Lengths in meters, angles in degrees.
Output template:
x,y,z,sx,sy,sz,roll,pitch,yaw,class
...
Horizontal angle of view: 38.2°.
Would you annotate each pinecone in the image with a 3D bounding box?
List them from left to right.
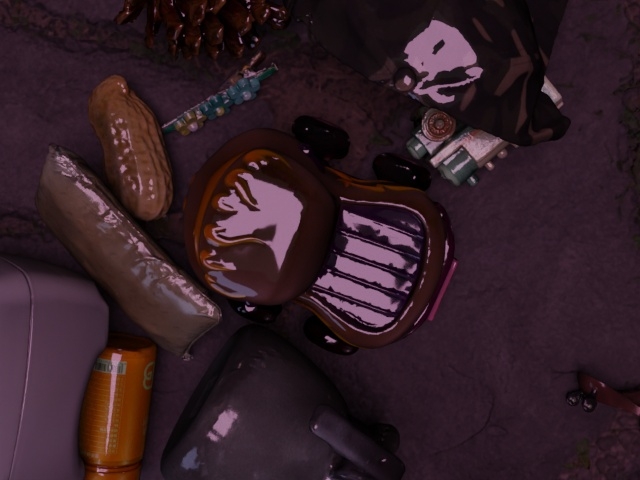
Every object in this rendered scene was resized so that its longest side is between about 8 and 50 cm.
x,y,z,sx,sy,sz,roll,pitch,yaw,class
-0.138,-0.304,1.120,0.212,0.168,0.186,18,79,-2,pinecone

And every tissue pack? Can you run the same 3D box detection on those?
x,y,z,sx,sy,sz,roll,pitch,yaw,class
-0.413,0.184,1.120,0.229,0.236,0.333,14,96,45,tissue pack

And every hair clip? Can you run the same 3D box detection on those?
x,y,z,sx,sy,sz,roll,pitch,yaw,class
-0.131,-0.182,1.194,0.173,0.049,0.049,-35,92,4,hair clip

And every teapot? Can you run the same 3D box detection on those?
x,y,z,sx,sy,sz,roll,pitch,yaw,class
-0.010,0.238,1.127,0.285,0.223,0.305,33,129,-8,teapot

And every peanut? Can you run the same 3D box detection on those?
x,y,z,sx,sy,sz,roll,pitch,yaw,class
-0.244,-0.117,1.189,0.083,0.093,0.194,-17,84,-28,peanut

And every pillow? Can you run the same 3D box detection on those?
x,y,z,sx,sy,sz,roll,pitch,yaw,class
-0.245,0.023,1.165,0.302,0.185,0.075,46,58,-1,pillow

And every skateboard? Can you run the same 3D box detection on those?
x,y,z,sx,sy,sz,roll,pitch,yaw,class
0.403,0.201,1.198,0.151,0.067,0.080,20,86,-4,skateboard

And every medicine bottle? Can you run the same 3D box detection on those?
x,y,z,sx,sy,sz,roll,pitch,yaw,class
-0.272,0.224,1.212,0.096,0.096,0.192,8,95,2,medicine bottle

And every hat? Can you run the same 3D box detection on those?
x,y,z,sx,sy,sz,roll,pitch,yaw,class
0.164,-0.315,1.045,0.366,0.257,0.382,23,89,0,hat

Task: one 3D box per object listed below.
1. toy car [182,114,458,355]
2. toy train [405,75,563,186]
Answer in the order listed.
x,y,z,sx,sy,sz,roll,pitch,yaw,class
0.000,0.000,1.105,0.340,0.240,0.271,22,96,0,toy car
0.204,-0.152,1.163,0.194,0.081,0.125,-41,96,4,toy train
